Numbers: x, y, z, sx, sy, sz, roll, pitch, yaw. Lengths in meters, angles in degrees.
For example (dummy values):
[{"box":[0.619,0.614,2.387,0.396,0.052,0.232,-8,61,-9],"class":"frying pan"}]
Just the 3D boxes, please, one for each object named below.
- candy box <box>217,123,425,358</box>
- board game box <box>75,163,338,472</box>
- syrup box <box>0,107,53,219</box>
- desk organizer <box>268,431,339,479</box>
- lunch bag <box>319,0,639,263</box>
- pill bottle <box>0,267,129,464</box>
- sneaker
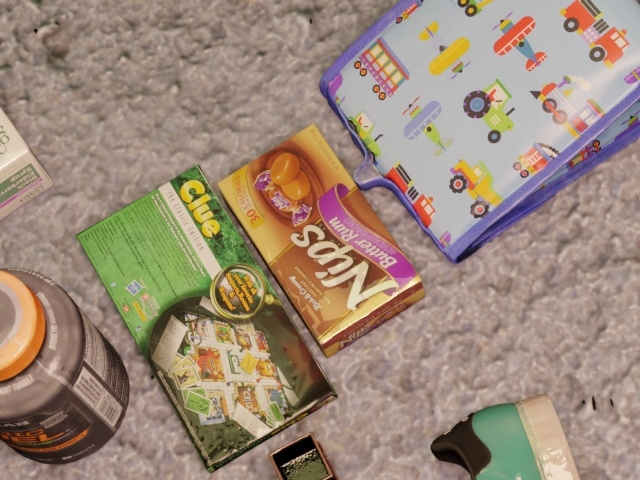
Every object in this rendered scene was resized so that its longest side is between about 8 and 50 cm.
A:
[{"box":[0.000,0.000,1.527,0.109,0.053,0.186,-32,69,-4],"class":"candy box"},{"box":[-0.105,0.068,1.529,0.136,0.030,0.259,-30,70,-2],"class":"board game box"},{"box":[-0.360,-0.127,1.594,0.093,0.096,0.237,-35,69,-6],"class":"syrup box"},{"box":[0.004,0.234,1.444,0.047,0.050,0.130,-27,70,-3],"class":"desk organizer"},{"box":[0.151,-0.136,1.528,0.293,0.138,0.221,-37,73,3],"class":"lunch bag"},{"box":[-0.249,0.102,1.418,0.130,0.245,0.130,-2,70,7],"class":"pill bottle"},{"box":[0.175,0.279,1.383,0.121,0.108,0.302,-16,61,2],"class":"sneaker"}]
